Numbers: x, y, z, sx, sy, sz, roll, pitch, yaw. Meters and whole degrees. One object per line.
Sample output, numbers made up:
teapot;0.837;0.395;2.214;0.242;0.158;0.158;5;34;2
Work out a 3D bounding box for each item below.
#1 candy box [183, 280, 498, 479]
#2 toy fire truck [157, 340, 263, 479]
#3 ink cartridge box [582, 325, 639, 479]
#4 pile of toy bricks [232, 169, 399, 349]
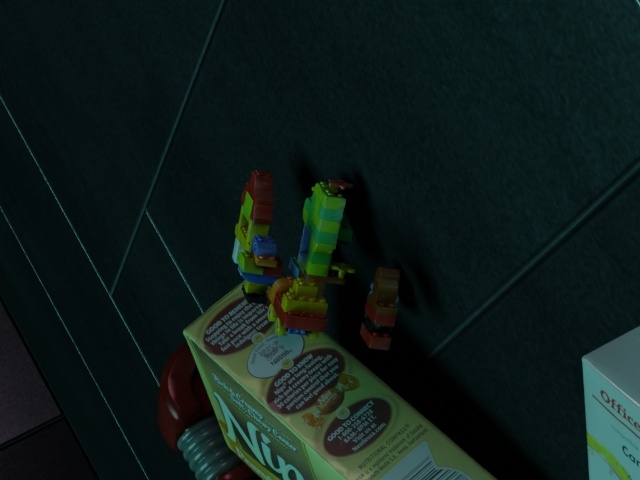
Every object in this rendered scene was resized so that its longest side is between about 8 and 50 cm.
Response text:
candy box;0.033;0.185;1.364;0.316;0.087;0.183;40;158;34
toy fire truck;-0.099;0.212;1.569;0.217;0.246;0.158;56;158;20
ink cartridge box;0.209;0.124;0.975;0.115;0.067;0.198;42;150;46
pile of toy bricks;0.000;0.000;1.321;0.212;0.118;0.105;-125;44;-68
